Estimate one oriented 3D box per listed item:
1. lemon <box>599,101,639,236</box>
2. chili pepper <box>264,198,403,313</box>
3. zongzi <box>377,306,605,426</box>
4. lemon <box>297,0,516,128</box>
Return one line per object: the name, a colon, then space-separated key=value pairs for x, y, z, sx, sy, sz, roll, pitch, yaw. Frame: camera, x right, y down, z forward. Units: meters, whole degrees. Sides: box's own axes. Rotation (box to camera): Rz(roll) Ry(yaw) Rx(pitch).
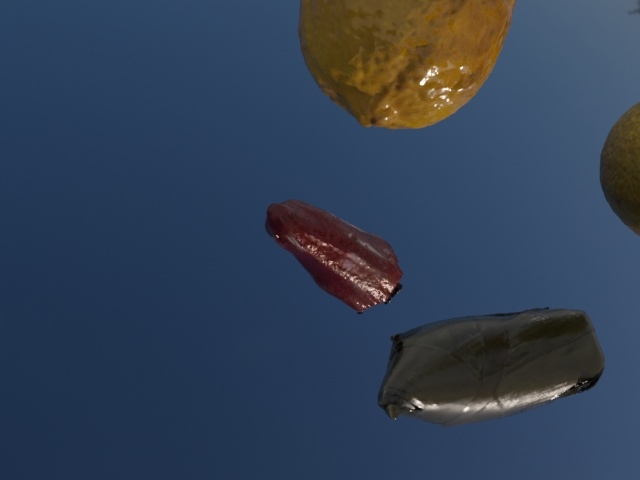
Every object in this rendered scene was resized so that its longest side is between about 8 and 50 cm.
lemon: x=0.429 y=-0.081 z=0.890 sx=0.188 sy=0.188 sz=0.256 roll=22 pitch=-167 yaw=-14
chili pepper: x=0.000 y=0.000 z=1.093 sx=0.253 sy=0.136 sz=0.144 roll=37 pitch=-144 yaw=-44
zongzi: x=0.196 y=0.140 z=0.833 sx=0.260 sy=0.122 sz=0.289 roll=-10 pitch=174 yaw=6
lemon: x=0.060 y=-0.161 z=0.513 sx=0.142 sy=0.187 sz=0.142 roll=26 pitch=174 yaw=3
